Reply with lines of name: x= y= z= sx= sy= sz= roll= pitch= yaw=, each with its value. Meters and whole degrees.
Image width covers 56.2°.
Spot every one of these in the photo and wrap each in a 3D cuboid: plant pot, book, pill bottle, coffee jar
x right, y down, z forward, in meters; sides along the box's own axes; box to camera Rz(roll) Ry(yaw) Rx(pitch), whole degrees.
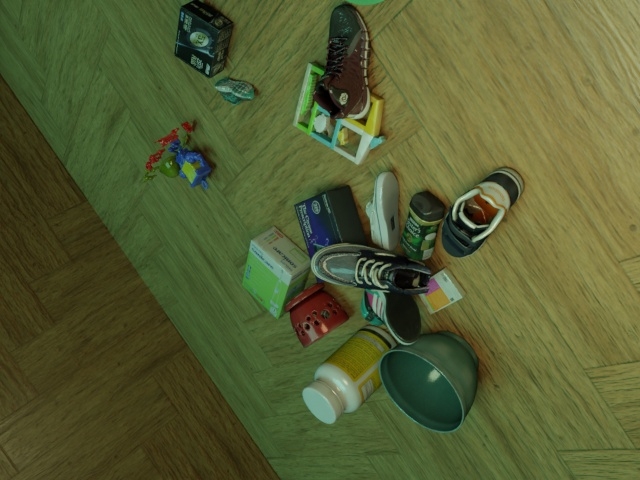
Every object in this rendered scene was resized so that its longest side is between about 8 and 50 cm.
plant pot: x=0.350 y=0.394 z=1.790 sx=0.293 sy=0.196 sz=0.293 roll=30 pitch=138 yaw=31
plant pot: x=-0.023 y=0.259 z=2.112 sx=0.174 sy=0.191 sz=0.191 roll=54 pitch=145 yaw=8
book: x=0.344 y=0.146 z=1.739 sx=0.096 sy=0.035 sz=0.144 roll=55 pitch=144 yaw=5
pill bottle: x=0.103 y=0.446 z=1.994 sx=0.188 sy=0.334 sz=0.188 roll=29 pitch=137 yaw=31
coffee jar: x=0.274 y=-0.039 z=1.618 sx=0.096 sy=0.079 sz=0.184 roll=55 pitch=151 yaw=39

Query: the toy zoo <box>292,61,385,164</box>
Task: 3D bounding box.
toy zoo: x=0.059 y=-0.338 z=1.635 sx=0.293 sy=0.030 sz=0.192 roll=34 pitch=127 yaw=25

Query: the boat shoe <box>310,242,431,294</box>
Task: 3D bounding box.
boat shoe: x=0.146 y=0.080 z=1.664 sx=0.158 sy=0.340 sz=0.127 roll=-137 pitch=51 yaw=-84

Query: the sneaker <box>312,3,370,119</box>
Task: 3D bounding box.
sneaker: x=0.043 y=-0.431 z=1.474 sx=0.106 sy=0.162 sz=0.281 roll=3 pitch=110 yaw=40

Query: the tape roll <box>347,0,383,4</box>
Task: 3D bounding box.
tape roll: x=0.101 y=-0.686 z=1.303 sx=0.321 sy=0.077 sz=0.321 roll=30 pitch=138 yaw=31

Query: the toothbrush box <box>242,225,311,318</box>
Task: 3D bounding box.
toothbrush box: x=-0.165 y=0.122 z=2.218 sx=0.206 sy=0.122 sz=0.283 roll=41 pitch=143 yaw=19

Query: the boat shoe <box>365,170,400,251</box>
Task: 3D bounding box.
boat shoe: x=0.168 y=-0.083 z=1.698 sx=0.084 sy=0.095 sz=0.258 roll=19 pitch=131 yaw=33

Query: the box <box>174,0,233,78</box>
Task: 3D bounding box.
box: x=-0.363 y=-0.621 z=1.852 sx=0.147 sy=0.077 sz=0.180 roll=35 pitch=139 yaw=7

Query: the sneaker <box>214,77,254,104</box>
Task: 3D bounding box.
sneaker: x=-0.265 y=-0.468 z=1.921 sx=0.166 sy=0.065 sz=0.076 roll=27 pitch=153 yaw=37

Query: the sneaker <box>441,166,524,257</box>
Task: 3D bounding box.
sneaker: x=0.366 y=-0.046 z=1.480 sx=0.126 sy=0.127 sz=0.321 roll=43 pitch=144 yaw=14

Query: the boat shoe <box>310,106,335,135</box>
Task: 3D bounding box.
boat shoe: x=0.001 y=-0.342 z=1.728 sx=0.100 sy=0.035 sz=0.035 roll=54 pitch=144 yaw=1

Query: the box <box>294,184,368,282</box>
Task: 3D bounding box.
box: x=0.039 y=-0.016 z=1.843 sx=0.184 sy=0.103 sz=0.261 roll=-19 pitch=88 yaw=51

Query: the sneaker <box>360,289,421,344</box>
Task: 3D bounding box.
sneaker: x=0.206 y=0.223 z=1.826 sx=0.178 sy=0.124 sz=0.295 roll=97 pitch=159 yaw=-48

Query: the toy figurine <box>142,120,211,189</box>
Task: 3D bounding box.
toy figurine: x=-0.517 y=-0.256 z=2.268 sx=0.217 sy=0.191 sz=0.362 roll=48 pitch=145 yaw=1
